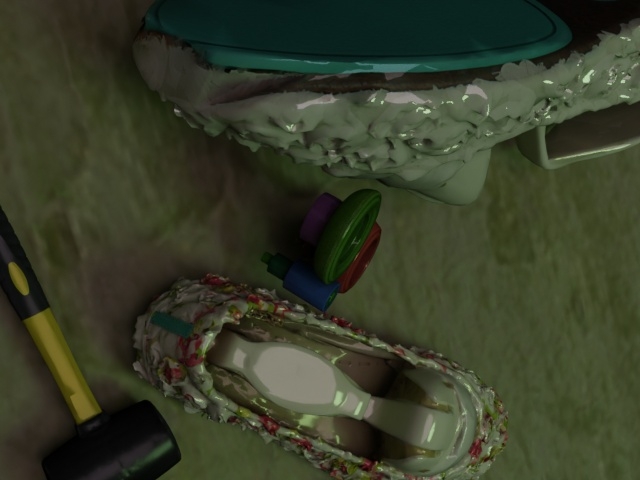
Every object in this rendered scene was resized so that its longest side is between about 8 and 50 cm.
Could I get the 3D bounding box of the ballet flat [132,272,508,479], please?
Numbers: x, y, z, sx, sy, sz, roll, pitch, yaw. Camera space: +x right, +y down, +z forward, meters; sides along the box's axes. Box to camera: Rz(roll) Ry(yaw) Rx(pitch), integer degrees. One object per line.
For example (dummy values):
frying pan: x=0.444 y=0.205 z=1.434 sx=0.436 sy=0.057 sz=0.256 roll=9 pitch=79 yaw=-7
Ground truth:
ballet flat: x=0.017 y=0.086 z=0.507 sx=0.241 sy=0.077 sz=0.091 roll=20 pitch=83 yaw=-26

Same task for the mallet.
mallet: x=-0.123 y=0.037 z=0.462 sx=0.062 sy=0.039 sz=0.190 roll=-21 pitch=98 yaw=-22

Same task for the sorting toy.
sorting toy: x=0.000 y=0.000 z=0.493 sx=0.042 sy=0.102 sz=0.061 roll=30 pitch=81 yaw=12

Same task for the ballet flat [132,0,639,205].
ballet flat: x=0.108 y=-0.088 z=0.519 sx=0.409 sy=0.147 sz=0.147 roll=-16 pitch=100 yaw=-24
